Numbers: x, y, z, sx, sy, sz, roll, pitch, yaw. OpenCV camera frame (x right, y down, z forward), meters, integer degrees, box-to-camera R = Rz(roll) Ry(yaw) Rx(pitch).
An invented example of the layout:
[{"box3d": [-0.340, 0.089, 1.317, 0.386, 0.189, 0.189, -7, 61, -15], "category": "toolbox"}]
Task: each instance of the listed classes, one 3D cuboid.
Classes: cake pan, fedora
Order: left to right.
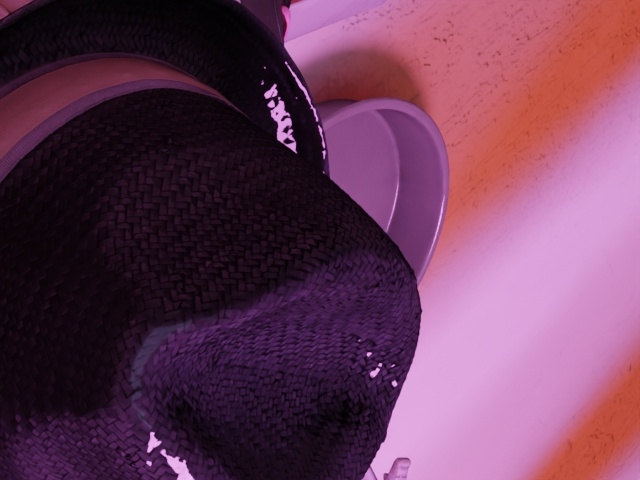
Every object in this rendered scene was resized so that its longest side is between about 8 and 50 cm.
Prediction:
[{"box3d": [-0.058, 0.040, 0.714, 0.334, 0.152, 0.334, -34, 135, -42], "category": "fedora"}, {"box3d": [0.000, 0.000, 1.401, 0.293, 0.054, 0.293, -30, 136, -35], "category": "cake pan"}]

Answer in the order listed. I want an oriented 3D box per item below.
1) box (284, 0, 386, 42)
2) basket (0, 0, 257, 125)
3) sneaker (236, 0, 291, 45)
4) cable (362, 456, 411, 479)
[{"box3d": [-0.019, -0.222, 1.129, 0.170, 0.130, 0.091, -28, 176, -37], "category": "box"}, {"box3d": [-0.198, 0.017, 0.938, 0.266, 0.331, 0.328, -32, 136, -36], "category": "basket"}, {"box3d": [-0.022, -0.194, 0.992, 0.147, 0.296, 0.104, -8, 163, -17], "category": "sneaker"}, {"box3d": [-0.069, 0.257, 1.373, 0.257, 0.089, 0.257, 12, 102, -9], "category": "cable"}]
